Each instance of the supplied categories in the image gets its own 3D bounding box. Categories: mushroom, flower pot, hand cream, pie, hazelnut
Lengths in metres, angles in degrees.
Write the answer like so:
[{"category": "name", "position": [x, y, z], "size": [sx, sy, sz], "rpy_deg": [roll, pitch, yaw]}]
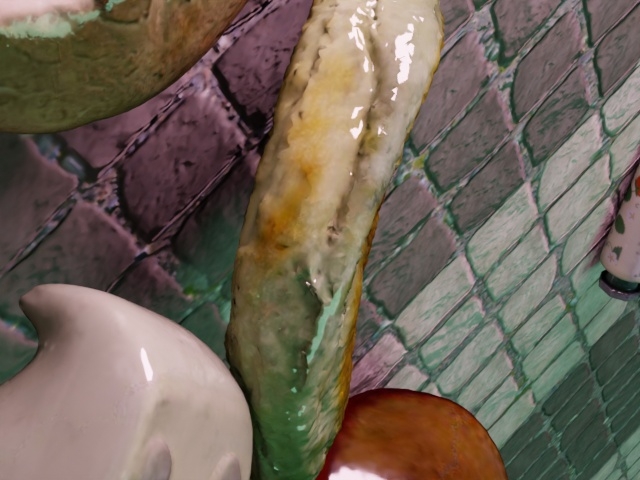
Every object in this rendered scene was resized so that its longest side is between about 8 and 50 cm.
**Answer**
[{"category": "mushroom", "position": [-0.080, -0.104, 0.534], "size": [0.210, 0.072, 0.094], "rpy_deg": [-32, 158, -30]}, {"category": "flower pot", "position": [-0.184, 0.193, 0.518], "size": [0.164, 0.254, 0.367], "rpy_deg": [31, 69, -61]}, {"category": "hand cream", "position": [0.324, -0.061, 1.208], "size": [0.095, 0.059, 0.276], "rpy_deg": [-21, 138, -40]}, {"category": "pie", "position": [0.001, -0.003, 0.646], "size": [0.302, 0.067, 0.302], "rpy_deg": [15, 90, -89]}, {"category": "hazelnut", "position": [0.034, 0.226, 1.012], "size": [0.229, 0.229, 0.229], "rpy_deg": [-35, 150, -24]}]
